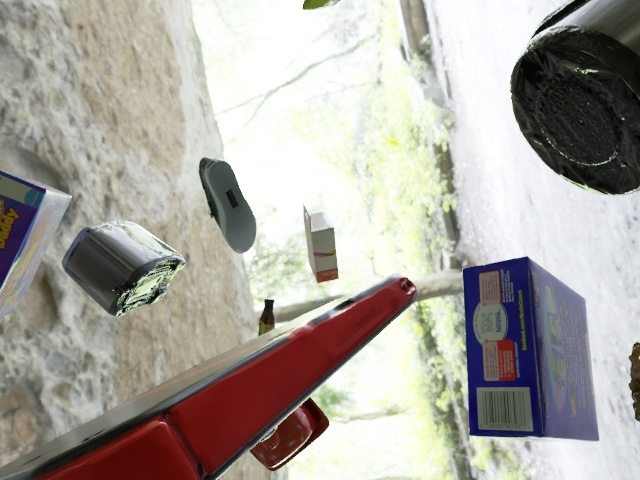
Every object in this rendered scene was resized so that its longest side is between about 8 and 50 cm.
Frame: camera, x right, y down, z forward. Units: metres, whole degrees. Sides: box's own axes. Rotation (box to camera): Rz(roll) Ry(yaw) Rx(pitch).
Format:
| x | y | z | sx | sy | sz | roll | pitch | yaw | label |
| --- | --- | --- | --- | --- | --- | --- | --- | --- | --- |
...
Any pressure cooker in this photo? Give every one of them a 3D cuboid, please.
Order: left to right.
| x | y | z | sx | sy | sz | roll | pitch | yaw | label |
| --- | --- | --- | --- | --- | --- | --- | --- | --- | --- |
| 0.638 | -0.335 | 1.047 | 0.376 | 0.420 | 0.370 | 58 | 171 | -30 | pressure cooker |

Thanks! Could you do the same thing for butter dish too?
| x | y | z | sx | sy | sz | roll | pitch | yaw | label |
| --- | --- | --- | --- | --- | --- | --- | --- | --- | --- |
| -0.088 | 0.347 | 0.991 | 0.160 | 0.160 | 0.118 | 50 | -175 | 0 | butter dish |

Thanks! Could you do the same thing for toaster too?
| x | y | z | sx | sy | sz | roll | pitch | yaw | label |
| --- | --- | --- | --- | --- | --- | --- | --- | --- | --- |
| -0.373 | 0.048 | 1.009 | 0.146 | 0.129 | 0.227 | 37 | -167 | 6 | toaster |

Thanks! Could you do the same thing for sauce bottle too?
| x | y | z | sx | sy | sz | roll | pitch | yaw | label |
| --- | --- | --- | --- | --- | --- | --- | --- | --- | --- |
| -0.128 | 0.204 | 1.285 | 0.042 | 0.042 | 0.128 | 41 | -127 | -77 | sauce bottle |

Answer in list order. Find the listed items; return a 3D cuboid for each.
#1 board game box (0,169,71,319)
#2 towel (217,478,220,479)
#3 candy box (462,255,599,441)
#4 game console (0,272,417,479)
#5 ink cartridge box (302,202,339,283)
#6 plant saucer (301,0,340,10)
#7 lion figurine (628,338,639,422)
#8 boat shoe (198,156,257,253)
| x | y | z | sx | sy | sz | roll | pitch | yaw | label |
| --- | --- | --- | --- | --- | --- | --- | --- | --- | --- |
| -0.518 | 0.010 | 0.892 | 0.233 | 0.078 | 0.347 | -67 | 19 | -6 | board game box |
| -0.307 | 0.533 | 0.956 | 0.308 | 0.076 | 0.228 | 30 | -116 | -48 | towel |
| 0.364 | 0.200 | 0.912 | 0.317 | 0.122 | 0.268 | 25 | -119 | -45 | candy box |
| -0.131 | 0.157 | 0.479 | 0.342 | 0.386 | 0.060 | -20 | -97 | -50 | game console |
| 0.000 | 0.000 | 1.445 | 0.115 | 0.067 | 0.198 | -117 | 18 | -61 | ink cartridge box |
| 0.060 | -0.465 | 0.848 | 0.188 | 0.045 | 0.188 | -54 | 1 | -29 | plant saucer |
| 0.527 | 0.078 | 0.742 | 0.240 | 0.142 | 0.392 | -5 | -79 | -47 | lion figurine |
| -0.282 | -0.102 | 1.574 | 0.105 | 0.113 | 0.306 | 24 | 144 | 47 | boat shoe |
